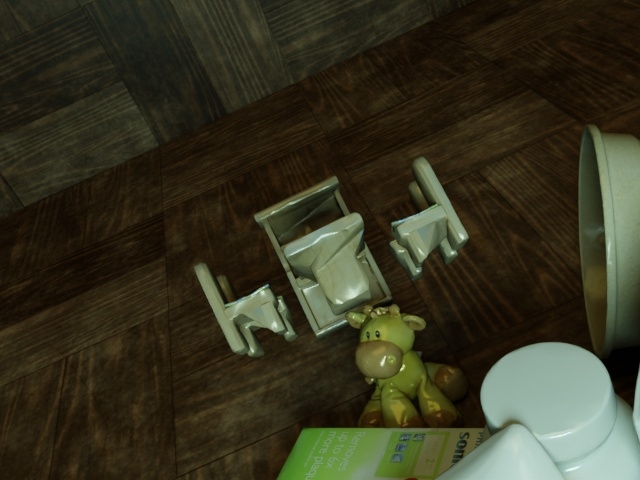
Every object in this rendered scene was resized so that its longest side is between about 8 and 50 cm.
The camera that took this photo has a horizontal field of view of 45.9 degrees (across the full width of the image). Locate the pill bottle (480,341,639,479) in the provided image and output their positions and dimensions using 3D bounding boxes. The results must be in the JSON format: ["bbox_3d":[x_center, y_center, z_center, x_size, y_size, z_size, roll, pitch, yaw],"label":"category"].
[{"bbox_3d":[0.268,0.256,0.806,0.169,0.301,0.169,-17,32,11],"label":"pill bottle"}]

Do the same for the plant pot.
[{"bbox_3d":[0.533,-0.006,1.045,0.306,0.333,0.333,-3,36,13],"label":"plant pot"}]

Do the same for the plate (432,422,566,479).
[{"bbox_3d":[0.165,0.354,0.700,0.045,0.277,0.278,-7,-33,-51],"label":"plate"}]

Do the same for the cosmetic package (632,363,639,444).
[{"bbox_3d":[0.550,0.166,0.719,0.394,0.329,0.327,-2,39,34],"label":"cosmetic package"}]

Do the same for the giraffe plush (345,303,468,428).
[{"bbox_3d":[0.116,0.184,1.149,0.182,0.170,0.210,-18,32,12],"label":"giraffe plush"}]

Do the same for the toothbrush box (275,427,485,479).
[{"bbox_3d":[0.081,0.349,0.954,0.283,0.122,0.206,-5,28,27],"label":"toothbrush box"}]

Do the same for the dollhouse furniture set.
[{"bbox_3d":[0.000,0.000,1.237,0.362,0.256,0.394,-26,-12,-1],"label":"dollhouse furniture set"}]
